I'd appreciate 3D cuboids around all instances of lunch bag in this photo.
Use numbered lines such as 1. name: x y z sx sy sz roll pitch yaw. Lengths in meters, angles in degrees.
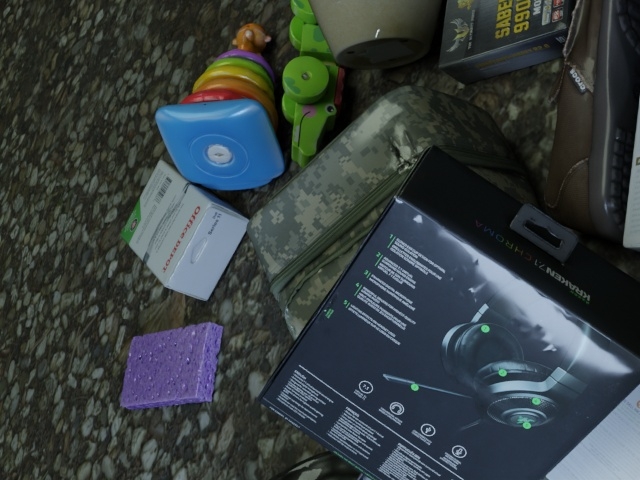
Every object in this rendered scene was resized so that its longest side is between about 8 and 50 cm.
1. lunch bag: 0.099 0.017 0.970 0.305 0.212 0.256 -39 64 31

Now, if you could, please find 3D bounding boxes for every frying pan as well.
1. frying pan: 0.027 0.271 1.016 0.326 0.053 0.197 -28 6 -8

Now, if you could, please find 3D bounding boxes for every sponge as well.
1. sponge: -0.235 0.197 1.376 0.210 0.031 0.117 -15 61 44

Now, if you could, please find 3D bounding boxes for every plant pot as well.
1. plant pot: 0.072 -0.379 1.181 0.256 0.256 0.274 -13 79 44

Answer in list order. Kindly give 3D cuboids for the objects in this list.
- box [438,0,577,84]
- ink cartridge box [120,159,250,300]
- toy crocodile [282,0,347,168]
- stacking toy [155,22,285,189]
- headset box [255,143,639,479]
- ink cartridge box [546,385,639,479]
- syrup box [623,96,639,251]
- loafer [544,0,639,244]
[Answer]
1. box: 0.243 -0.322 1.080 0.183 0.056 0.231 -7 66 46
2. ink cartridge box: -0.221 -0.019 1.421 0.208 0.087 0.153 39 101 50
3. toy crocodile: 0.001 -0.268 1.295 0.115 0.105 0.341 99 176 -70
4. stacking toy: -0.132 -0.240 1.399 0.175 0.166 0.302 -3 50 14
5. headset box: 0.122 0.091 0.794 0.283 0.246 0.131 -59 -3 32
6. ink cartridge box: 0.296 0.156 0.781 0.209 0.062 0.109 -57 39 10
7. syrup box: 0.350 -0.100 0.792 0.096 0.093 0.237 167 116 -68
8. loafer: 0.285 -0.174 0.899 0.130 0.133 0.366 -7 67 57
